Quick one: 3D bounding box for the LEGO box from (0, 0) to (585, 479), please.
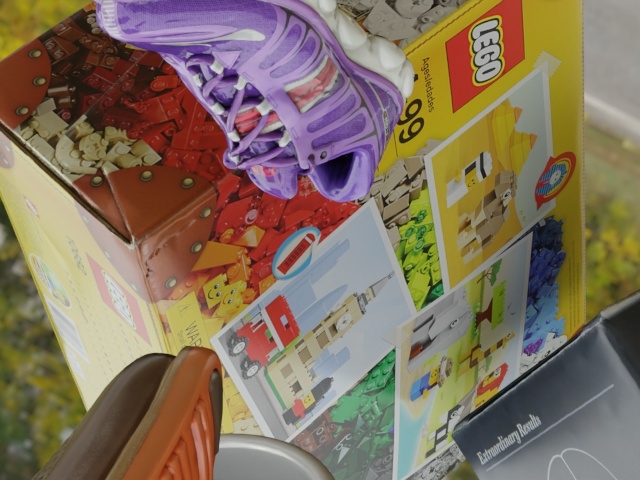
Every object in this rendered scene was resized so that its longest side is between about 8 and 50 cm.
[{"bbox_3d":[0.000,0.000,1.340,0.193,0.372,0.500,40,158,32],"label":"LEGO box"}]

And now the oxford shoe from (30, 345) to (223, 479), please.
[{"bbox_3d":[-0.158,0.168,0.736,0.133,0.363,0.130,22,142,18],"label":"oxford shoe"}]

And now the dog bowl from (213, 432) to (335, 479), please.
[{"bbox_3d":[-0.094,0.219,0.952,0.265,0.265,0.104,23,141,60],"label":"dog bowl"}]

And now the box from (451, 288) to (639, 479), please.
[{"bbox_3d":[0.317,0.214,1.276,0.395,0.212,0.293,58,157,9],"label":"box"}]

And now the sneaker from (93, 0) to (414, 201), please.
[{"bbox_3d":[-0.019,-0.055,0.664,0.068,0.071,0.170,4,167,36],"label":"sneaker"}]
